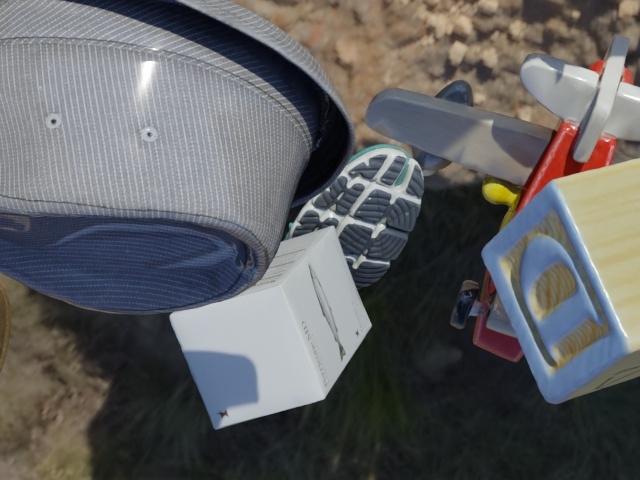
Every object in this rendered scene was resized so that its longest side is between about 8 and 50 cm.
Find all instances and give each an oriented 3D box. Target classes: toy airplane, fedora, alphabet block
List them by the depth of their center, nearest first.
[{"bbox_3d":[-0.124,-0.041,0.755,0.276,0.124,0.243,12,154,-4],"label":"fedora"},{"bbox_3d":[0.320,0.037,1.433,0.193,0.197,0.192,69,155,16],"label":"alphabet block"},{"bbox_3d":[0.293,-0.075,1.642,0.384,0.272,0.386,-23,105,23],"label":"toy airplane"}]

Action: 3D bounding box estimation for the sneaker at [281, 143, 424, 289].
[{"bbox_3d":[0.000,0.000,1.327,0.107,0.110,0.275,22,128,-21],"label":"sneaker"}]

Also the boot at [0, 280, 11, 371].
[{"bbox_3d":[-0.497,0.057,1.628,0.220,0.109,0.283,-3,104,25],"label":"boot"}]

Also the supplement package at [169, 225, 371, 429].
[{"bbox_3d":[-0.037,0.070,1.163,0.105,0.179,0.105,-16,102,19],"label":"supplement package"}]
